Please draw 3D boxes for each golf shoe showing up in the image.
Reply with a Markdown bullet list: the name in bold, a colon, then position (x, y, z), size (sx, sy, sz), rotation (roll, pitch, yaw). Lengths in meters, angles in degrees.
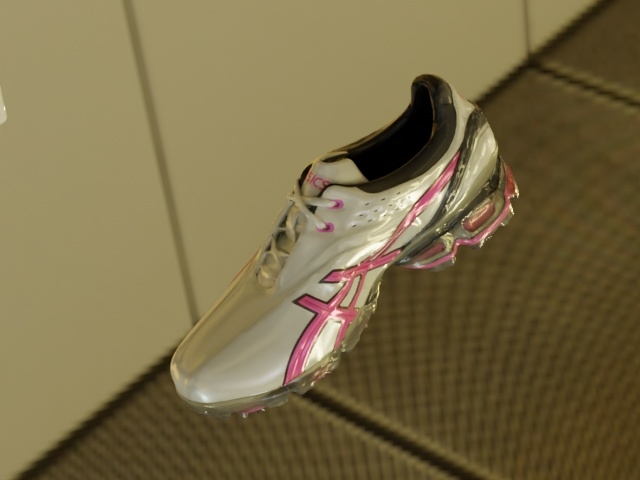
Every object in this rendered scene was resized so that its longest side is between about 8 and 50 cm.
- **golf shoe**: position (0.000, 0.000, 0.877), size (0.186, 0.086, 0.067), rotation (-41, -140, -11)

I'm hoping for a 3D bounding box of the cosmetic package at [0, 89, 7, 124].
- **cosmetic package**: position (-0.341, -0.099, 1.099), size (0.225, 0.138, 0.224), rotation (17, -142, 35)
